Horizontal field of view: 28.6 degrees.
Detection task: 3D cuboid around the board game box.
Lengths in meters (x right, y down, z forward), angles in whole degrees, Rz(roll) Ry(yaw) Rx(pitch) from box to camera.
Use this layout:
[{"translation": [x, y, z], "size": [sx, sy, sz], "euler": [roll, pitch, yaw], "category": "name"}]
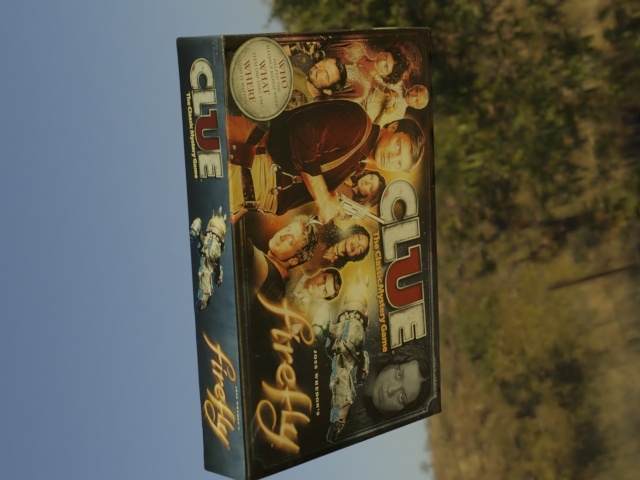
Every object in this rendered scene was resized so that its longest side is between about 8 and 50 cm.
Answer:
[{"translation": [0.000, 0.000, 0.733], "size": [0.165, 0.042, 0.243], "euler": [-12, -77, -43], "category": "board game box"}]
